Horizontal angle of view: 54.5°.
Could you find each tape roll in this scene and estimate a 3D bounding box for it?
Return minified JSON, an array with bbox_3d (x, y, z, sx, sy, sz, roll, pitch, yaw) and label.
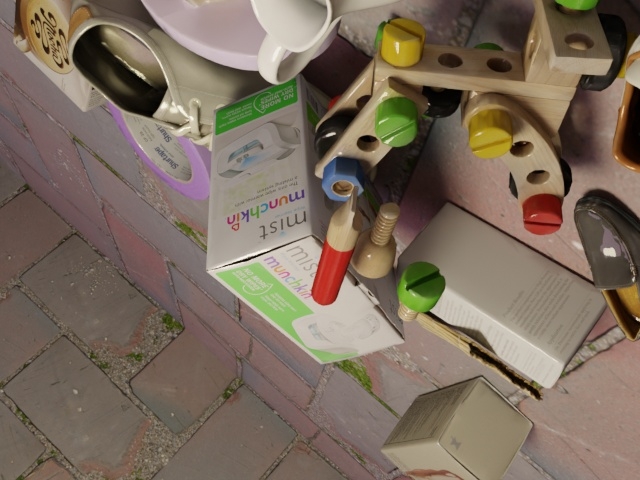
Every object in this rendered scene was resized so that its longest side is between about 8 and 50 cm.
[{"bbox_3d":[-0.272,-0.208,1.154,0.274,0.090,0.275,36,153,21],"label":"tape roll"}]

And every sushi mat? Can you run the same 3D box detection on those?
[{"bbox_3d":[0.182,0.137,0.914,0.151,0.019,0.316,35,178,-21],"label":"sushi mat"}]

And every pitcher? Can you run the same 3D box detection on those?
[{"bbox_3d":[0.027,-0.230,0.511,0.125,0.207,0.178,43,156,5],"label":"pitcher"}]

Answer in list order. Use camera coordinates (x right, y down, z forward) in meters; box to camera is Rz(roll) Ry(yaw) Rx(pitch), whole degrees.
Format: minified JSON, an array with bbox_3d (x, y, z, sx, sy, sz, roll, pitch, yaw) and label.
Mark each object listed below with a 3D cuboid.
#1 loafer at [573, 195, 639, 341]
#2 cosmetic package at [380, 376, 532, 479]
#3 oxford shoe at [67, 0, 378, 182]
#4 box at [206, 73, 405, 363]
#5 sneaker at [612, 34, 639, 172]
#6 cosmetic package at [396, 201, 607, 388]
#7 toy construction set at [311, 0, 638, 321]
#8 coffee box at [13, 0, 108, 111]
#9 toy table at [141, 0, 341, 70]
[{"bbox_3d":[0.311,0.030,0.647,0.170,0.061,0.062,52,156,-13],"label":"loafer"},{"bbox_3d":[0.245,0.375,1.178,0.129,0.153,0.296,41,157,4],"label":"cosmetic package"},{"bbox_3d":[-0.125,-0.168,0.807,0.449,0.130,0.169,30,138,-19],"label":"oxford shoe"},{"bbox_3d":[-0.008,-0.014,0.736,0.126,0.231,0.262,-18,143,18],"label":"box"},{"bbox_3d":[0.266,-0.146,0.377,0.106,0.123,0.290,36,153,24],"label":"sneaker"},{"bbox_3d":[0.219,0.064,0.778,0.231,0.117,0.085,34,155,25],"label":"cosmetic package"},{"bbox_3d":[0.107,-0.103,0.506,0.257,0.309,0.237,31,148,11],"label":"toy construction set"},{"bbox_3d":[-0.327,-0.355,0.883,0.168,0.119,0.297,44,139,4],"label":"coffee box"},{"bbox_3d":[-0.107,-0.304,0.607,0.274,0.252,0.161,26,167,19],"label":"toy table"}]
